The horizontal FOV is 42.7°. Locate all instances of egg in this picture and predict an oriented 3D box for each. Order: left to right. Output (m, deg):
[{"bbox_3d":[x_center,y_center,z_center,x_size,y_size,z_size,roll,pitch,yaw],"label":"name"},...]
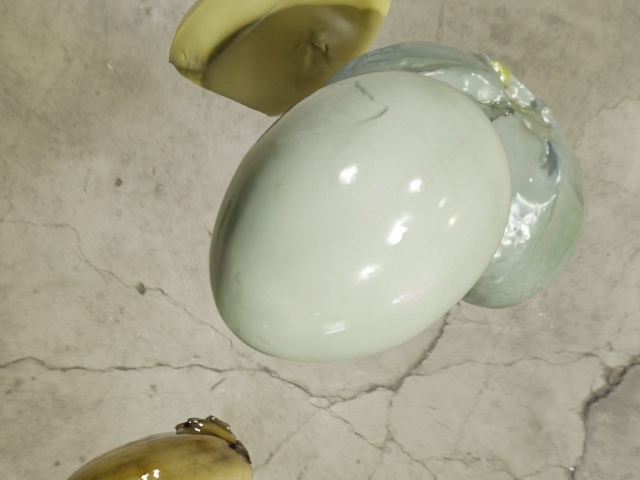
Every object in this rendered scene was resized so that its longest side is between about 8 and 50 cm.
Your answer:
[{"bbox_3d":[0.023,-0.014,0.481,0.151,0.151,0.209,49,56,3],"label":"egg"}]

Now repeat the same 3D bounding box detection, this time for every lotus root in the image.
[{"bbox_3d":[-0.224,0.314,0.926,0.310,0.183,0.182,-16,83,-14],"label":"lotus root"}]

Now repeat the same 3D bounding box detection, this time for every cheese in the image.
[{"bbox_3d":[-0.034,-0.306,1.146,0.316,0.260,0.128,-38,60,27],"label":"cheese"}]

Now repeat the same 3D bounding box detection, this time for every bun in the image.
[{"bbox_3d":[0.161,-0.092,0.948,0.362,0.362,0.211,48,122,3],"label":"bun"}]
